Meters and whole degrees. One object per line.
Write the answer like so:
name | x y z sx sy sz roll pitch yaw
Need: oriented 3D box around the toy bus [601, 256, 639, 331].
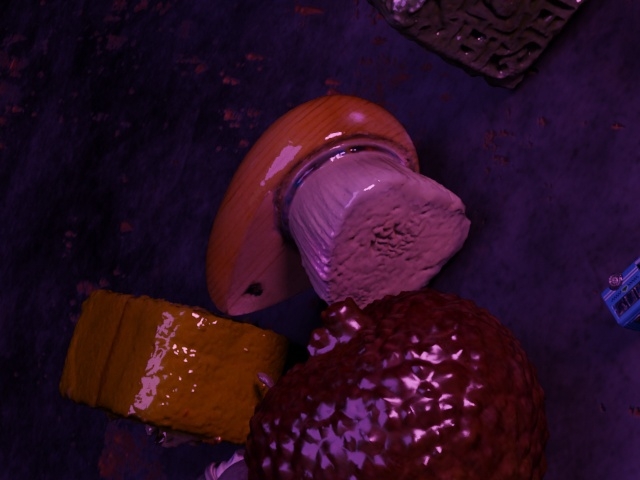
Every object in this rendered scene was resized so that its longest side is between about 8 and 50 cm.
toy bus | 0.268 0.033 1.241 0.083 0.038 0.046 -48 45 31

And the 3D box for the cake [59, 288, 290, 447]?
cake | -0.152 0.136 1.640 0.260 0.179 0.156 9 80 58

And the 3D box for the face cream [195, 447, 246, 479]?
face cream | -0.145 0.334 1.620 0.283 0.073 0.073 -57 37 19

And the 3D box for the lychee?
lychee | 0.070 0.167 1.277 0.260 0.260 0.260 -29 51 44

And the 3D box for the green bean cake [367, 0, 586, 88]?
green bean cake | 0.156 -0.239 1.416 0.181 0.173 0.094 -48 39 24

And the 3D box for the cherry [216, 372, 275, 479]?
cherry | -0.065 0.255 1.521 0.115 0.148 0.188 -20 52 -8

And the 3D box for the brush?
brush | 0.000 0.000 1.498 0.267 0.174 0.166 -46 45 18
